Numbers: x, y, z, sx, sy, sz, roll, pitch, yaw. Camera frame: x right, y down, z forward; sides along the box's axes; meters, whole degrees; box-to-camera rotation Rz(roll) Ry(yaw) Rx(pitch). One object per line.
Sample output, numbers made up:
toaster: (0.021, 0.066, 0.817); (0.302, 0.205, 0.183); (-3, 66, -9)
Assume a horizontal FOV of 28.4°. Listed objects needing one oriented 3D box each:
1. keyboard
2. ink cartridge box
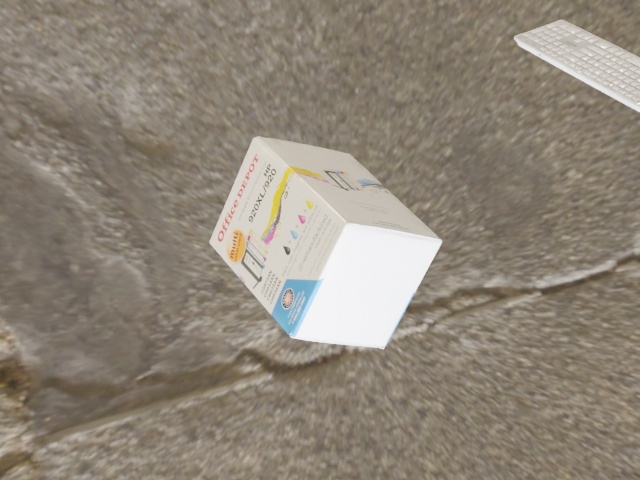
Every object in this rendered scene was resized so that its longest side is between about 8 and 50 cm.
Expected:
keyboard: (0.319, -0.201, 1.432); (0.072, 0.256, 0.014); (-26, 126, -14)
ink cartridge box: (0.000, 0.000, 1.637); (0.168, 0.233, 0.171); (9, 115, -40)
